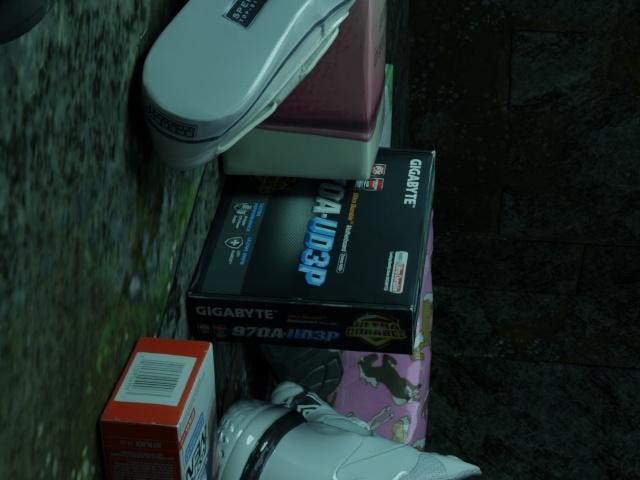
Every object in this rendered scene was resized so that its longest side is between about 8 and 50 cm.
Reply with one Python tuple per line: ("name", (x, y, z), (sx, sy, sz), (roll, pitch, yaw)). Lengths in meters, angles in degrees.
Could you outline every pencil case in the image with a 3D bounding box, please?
("pencil case", (0.043, 0.079, 1.399), (0.160, 0.167, 0.386), (176, -83, -86))

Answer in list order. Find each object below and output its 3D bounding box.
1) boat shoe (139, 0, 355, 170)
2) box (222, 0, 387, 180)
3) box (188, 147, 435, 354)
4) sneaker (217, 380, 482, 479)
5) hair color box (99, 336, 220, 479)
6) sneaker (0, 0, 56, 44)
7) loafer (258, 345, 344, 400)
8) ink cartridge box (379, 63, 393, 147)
("boat shoe", (-0.029, -0.154, 0.842), (0.267, 0.096, 0.088), (-59, 175, -27))
("box", (-0.011, -0.184, 1.024), (0.148, 0.127, 0.232), (-73, 165, -61))
("box", (0.000, 0.000, 1.020), (0.220, 0.175, 0.051), (-75, 166, -51))
("sneaker", (0.025, 0.224, 1.105), (0.366, 0.210, 0.137), (33, 77, -79))
("hair color box", (-0.100, 0.158, 0.809), (0.093, 0.053, 0.167), (-74, 167, -59))
("sneaker", (-0.105, -0.148, 0.530), (0.106, 0.078, 0.234), (81, 13, -49))
("loafer", (-0.035, 0.074, 1.221), (0.084, 0.096, 0.267), (49, -20, 31))
("ink cartridge box", (0.039, -0.097, 1.568), (0.160, 0.092, 0.219), (-72, 163, -61))
